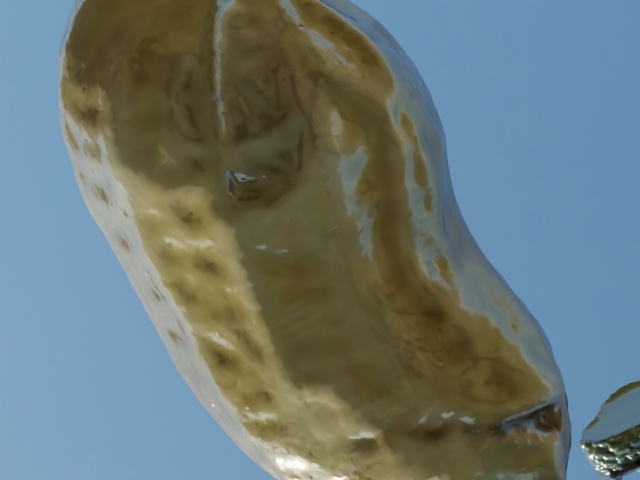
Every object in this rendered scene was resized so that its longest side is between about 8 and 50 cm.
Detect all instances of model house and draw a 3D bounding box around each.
[{"bbox_3d":[0.205,0.130,1.024,0.066,0.083,0.079,-25,-170,33],"label":"model house"}]

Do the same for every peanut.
[{"bbox_3d":[-0.005,0.002,0.835,0.174,0.158,0.340,-25,-84,10],"label":"peanut"}]
